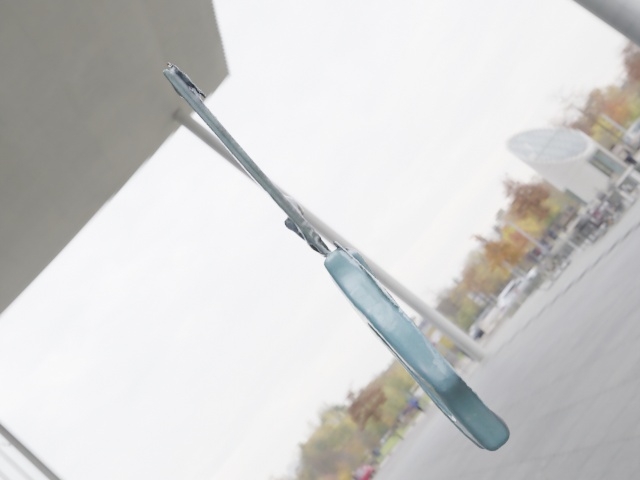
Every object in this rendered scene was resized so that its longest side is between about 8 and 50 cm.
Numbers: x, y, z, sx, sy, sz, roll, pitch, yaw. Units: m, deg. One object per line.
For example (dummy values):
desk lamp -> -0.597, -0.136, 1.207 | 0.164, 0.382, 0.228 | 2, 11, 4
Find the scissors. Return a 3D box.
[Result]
scissors -> 0.001, -0.001, 0.625 | 0.029, 0.360, 0.191 | -39, -16, -1
